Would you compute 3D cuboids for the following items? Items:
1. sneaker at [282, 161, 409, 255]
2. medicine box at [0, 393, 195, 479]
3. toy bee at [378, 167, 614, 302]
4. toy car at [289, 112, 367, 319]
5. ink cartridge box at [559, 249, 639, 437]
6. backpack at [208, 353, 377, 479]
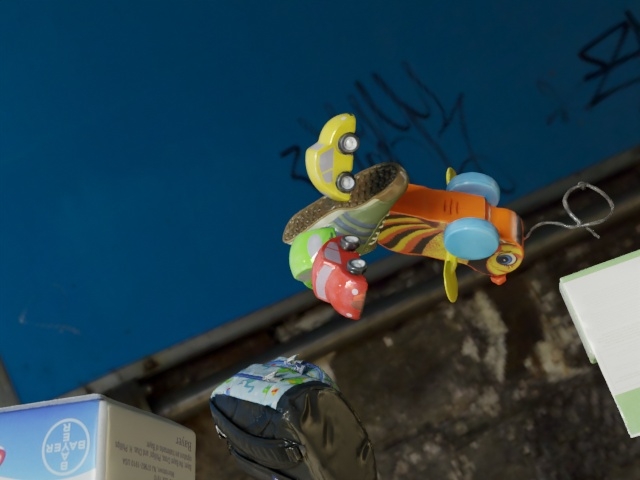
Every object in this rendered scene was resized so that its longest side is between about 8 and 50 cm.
[{"bbox_3d":[0.049,-0.025,1.190,0.192,0.064,0.086,-29,-55,33],"label":"sneaker"},{"bbox_3d":[-0.250,0.293,0.771,0.264,0.289,0.149,-11,-25,19],"label":"medicine box"},{"bbox_3d":[0.203,0.004,1.257,0.195,0.298,0.162,-57,-21,-31],"label":"toy bee"},{"bbox_3d":[0.000,0.000,1.087,0.053,0.239,0.225,3,-24,-11],"label":"toy car"},{"bbox_3d":[0.443,0.130,1.281,0.171,0.235,0.056,-20,-23,4],"label":"ink cartridge box"},{"bbox_3d":[-0.066,0.365,1.875,0.356,0.290,0.273,-8,26,44],"label":"backpack"}]
